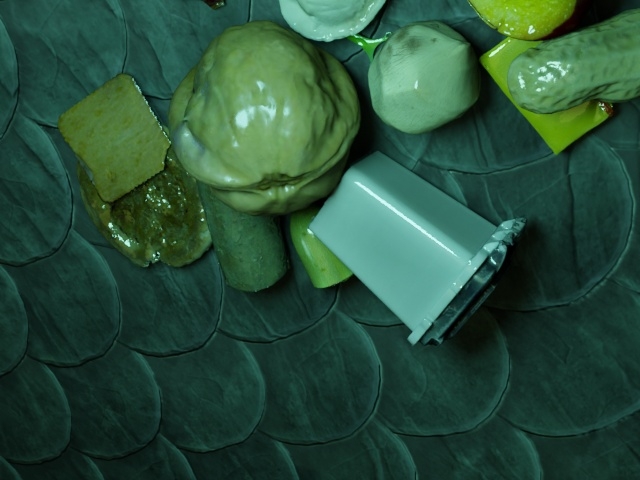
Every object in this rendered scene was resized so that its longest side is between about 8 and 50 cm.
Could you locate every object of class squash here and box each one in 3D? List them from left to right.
[{"bbox_3d":[0.000,0.000,1.834,0.123,0.123,0.186,-20,100,28],"label":"squash"}]

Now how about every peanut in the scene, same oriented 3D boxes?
[{"bbox_3d":[0.475,-0.303,1.446,0.313,0.152,0.152,-17,109,-2],"label":"peanut"}]

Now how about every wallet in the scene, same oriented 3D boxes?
[{"bbox_3d":[0.422,-0.292,1.566,0.141,0.067,0.241,-37,102,26],"label":"wallet"}]

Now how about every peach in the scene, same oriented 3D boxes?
[{"bbox_3d":[0.362,-0.474,1.396,0.245,0.248,0.274,-30,97,-10],"label":"peach"}]

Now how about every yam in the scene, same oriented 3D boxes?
[{"bbox_3d":[-0.167,-0.035,1.850,0.161,0.161,0.267,-4,113,22],"label":"yam"}]

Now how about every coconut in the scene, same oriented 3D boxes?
[{"bbox_3d":[0.195,-0.309,1.562,0.224,0.224,0.224,8,116,17],"label":"coconut"}]

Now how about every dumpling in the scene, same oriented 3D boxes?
[{"bbox_3d":[0.015,-0.462,1.598,0.216,0.126,0.166,12,111,-3],"label":"dumpling"}]

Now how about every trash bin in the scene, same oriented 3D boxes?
[{"bbox_3d":[0.193,-0.010,1.690,0.368,0.256,0.296,40,123,9],"label":"trash bin"}]

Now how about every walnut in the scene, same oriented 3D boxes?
[{"bbox_3d":[-0.105,-0.230,1.613,0.384,0.383,0.383,8,116,17],"label":"walnut"}]

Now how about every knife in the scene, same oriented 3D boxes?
[{"bbox_3d":[0.065,-0.410,1.666,0.166,0.022,0.078,32,116,3],"label":"knife"}]

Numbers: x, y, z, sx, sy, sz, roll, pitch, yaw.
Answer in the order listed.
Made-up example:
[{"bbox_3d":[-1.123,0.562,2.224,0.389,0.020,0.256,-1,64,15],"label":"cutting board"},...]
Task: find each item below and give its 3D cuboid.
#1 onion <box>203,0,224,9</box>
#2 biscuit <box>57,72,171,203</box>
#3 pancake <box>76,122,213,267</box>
[{"bbox_3d":[-0.251,-0.531,1.684,0.206,0.098,0.151,-11,108,25],"label":"onion"},{"bbox_3d":[-0.458,-0.227,1.888,0.237,0.013,0.232,-28,95,24],"label":"biscuit"},{"bbox_3d":[-0.395,-0.098,1.959,0.383,0.071,0.382,8,115,18],"label":"pancake"}]
